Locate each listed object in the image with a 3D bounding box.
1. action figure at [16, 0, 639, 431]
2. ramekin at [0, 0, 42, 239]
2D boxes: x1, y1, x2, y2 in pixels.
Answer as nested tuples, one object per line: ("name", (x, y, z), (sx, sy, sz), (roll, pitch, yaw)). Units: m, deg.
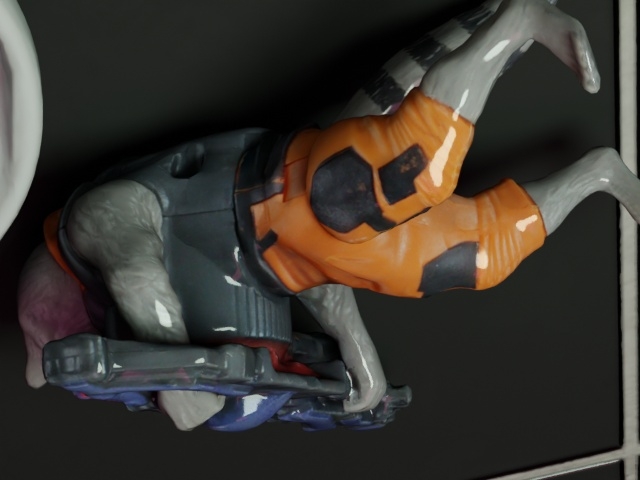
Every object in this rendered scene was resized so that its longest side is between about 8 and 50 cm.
("action figure", (0.000, 0.000, 0.901), (0.330, 0.178, 0.341), (-19, 165, 12))
("ramekin", (-0.255, -0.083, 0.733), (0.273, 0.127, 0.273), (-7, 134, -7))
